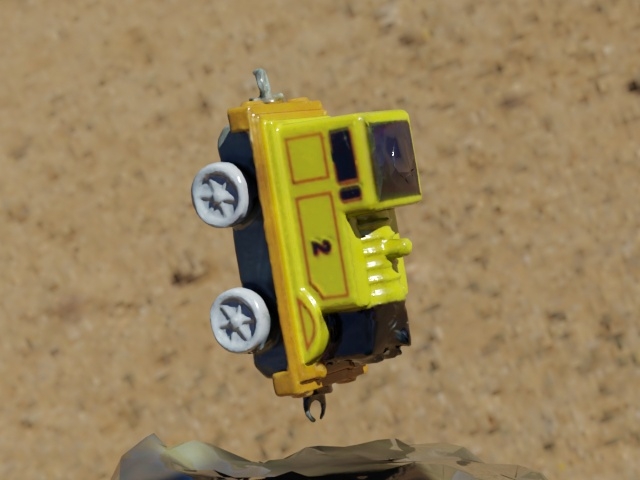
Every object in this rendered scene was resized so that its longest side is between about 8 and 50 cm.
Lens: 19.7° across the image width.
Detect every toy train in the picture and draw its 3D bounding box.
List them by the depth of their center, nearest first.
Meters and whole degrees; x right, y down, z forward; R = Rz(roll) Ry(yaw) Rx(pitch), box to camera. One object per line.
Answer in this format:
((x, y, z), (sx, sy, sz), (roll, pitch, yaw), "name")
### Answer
((0.000, 0.000, 1.115), (0.127, 0.219, 0.089), (-9, 0, 32), "toy train")

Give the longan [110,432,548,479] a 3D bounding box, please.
((0.003, 0.257, 0.788), (0.391, 0.391, 0.391), (-18, 31, 11), "longan")
